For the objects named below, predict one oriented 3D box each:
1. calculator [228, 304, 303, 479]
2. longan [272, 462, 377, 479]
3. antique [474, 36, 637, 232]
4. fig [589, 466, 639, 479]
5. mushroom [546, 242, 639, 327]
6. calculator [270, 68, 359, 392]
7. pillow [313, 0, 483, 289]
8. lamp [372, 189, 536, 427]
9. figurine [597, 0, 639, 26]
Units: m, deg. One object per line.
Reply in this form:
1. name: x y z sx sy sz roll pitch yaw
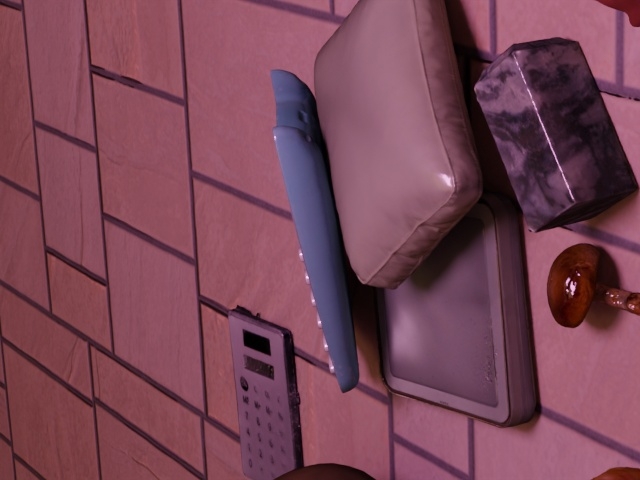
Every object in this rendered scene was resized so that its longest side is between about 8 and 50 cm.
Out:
1. calculator: -0.077 0.230 2.497 0.161 0.021 0.261 16 115 56
2. longan: -0.009 0.459 2.163 0.404 0.336 0.404 -172 90 -78
3. antique: 0.234 -0.112 1.777 0.088 0.086 0.183 -39 68 56
4. fig: 0.295 0.314 1.819 0.257 0.159 0.159 133 121 -77
5. mushroom: 0.275 0.048 1.789 0.129 0.073 0.088 12 78 54
6. calculator: 0.000 0.000 2.118 0.256 0.054 0.386 -95 -5 -63
7. pillow: 0.083 -0.133 1.954 0.255 0.120 0.322 129 138 -53
8. lamp: 0.145 0.068 2.036 0.269 0.047 0.266 12 112 57
9. figurine: 0.281 -0.291 1.574 0.207 0.166 0.387 -45 47 13
